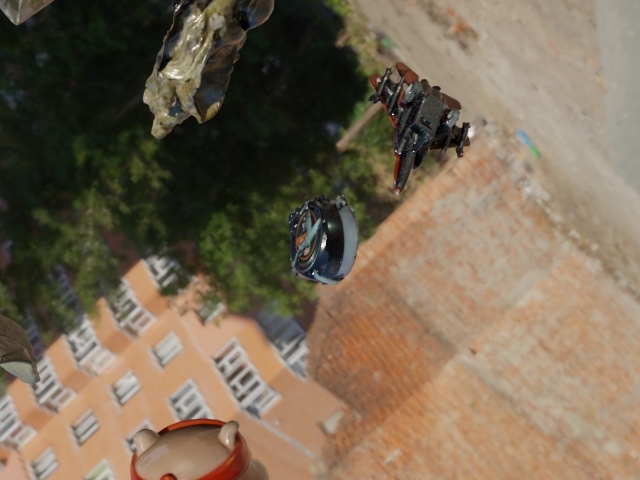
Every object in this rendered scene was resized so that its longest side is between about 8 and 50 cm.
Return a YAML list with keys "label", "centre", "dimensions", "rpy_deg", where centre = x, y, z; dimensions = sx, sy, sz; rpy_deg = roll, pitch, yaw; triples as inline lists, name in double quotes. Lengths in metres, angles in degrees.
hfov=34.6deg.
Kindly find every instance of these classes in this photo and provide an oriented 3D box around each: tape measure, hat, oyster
- label: "tape measure"
  centre: [0.001, 0.001, 1.036]
  dimensions: [0.054, 0.091, 0.094]
  rpy_deg: [6, 169, -26]
- label: "hat"
  centre: [-0.630, 0.182, 1.871]
  dimensions: [0.149, 0.214, 0.244]
  rpy_deg: [106, 148, -43]
- label: "oyster"
  centre: [-0.148, -0.287, 1.421]
  dimensions: [0.096, 0.361, 0.221]
  rpy_deg: [36, -168, 11]

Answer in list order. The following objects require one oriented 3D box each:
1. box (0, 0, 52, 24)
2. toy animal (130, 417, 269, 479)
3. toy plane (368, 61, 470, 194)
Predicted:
- label: "box"
  centre: [-0.243, -0.220, 0.817]
  dimensions: [0.098, 0.062, 0.045]
  rpy_deg: [50, 174, 40]
- label: "toy animal"
  centre: [-0.151, 0.312, 1.227]
  dimensions: [0.171, 0.171, 0.197]
  rpy_deg: [37, -128, -70]
- label: "toy plane"
  centre: [0.098, -0.111, 1.040]
  dimensions: [0.130, 0.061, 0.189]
  rpy_deg: [33, -145, -13]
